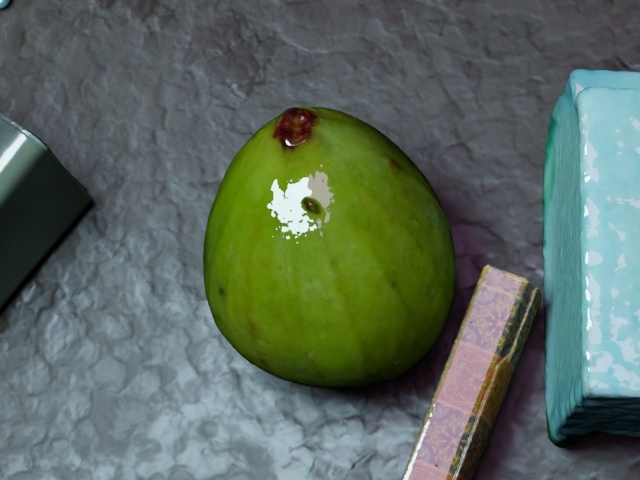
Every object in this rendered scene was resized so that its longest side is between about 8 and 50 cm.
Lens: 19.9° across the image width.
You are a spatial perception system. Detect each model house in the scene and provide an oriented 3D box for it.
[{"bbox_3d":[0.305,0.016,1.382,0.249,0.230,0.280,2,75,-1],"label":"model house"}]

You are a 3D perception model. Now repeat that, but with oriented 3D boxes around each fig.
[{"bbox_3d":[0.000,0.000,1.423,0.203,0.225,0.203,-9,47,9],"label":"fig"}]

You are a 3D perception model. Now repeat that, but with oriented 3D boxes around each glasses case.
[{"bbox_3d":[0.114,0.134,1.436,0.049,0.075,0.218,20,76,11],"label":"glasses case"}]

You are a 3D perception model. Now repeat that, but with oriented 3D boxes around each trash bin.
[{"bbox_3d":[-0.320,0.007,1.501,0.122,0.164,0.240,34,83,18],"label":"trash bin"}]

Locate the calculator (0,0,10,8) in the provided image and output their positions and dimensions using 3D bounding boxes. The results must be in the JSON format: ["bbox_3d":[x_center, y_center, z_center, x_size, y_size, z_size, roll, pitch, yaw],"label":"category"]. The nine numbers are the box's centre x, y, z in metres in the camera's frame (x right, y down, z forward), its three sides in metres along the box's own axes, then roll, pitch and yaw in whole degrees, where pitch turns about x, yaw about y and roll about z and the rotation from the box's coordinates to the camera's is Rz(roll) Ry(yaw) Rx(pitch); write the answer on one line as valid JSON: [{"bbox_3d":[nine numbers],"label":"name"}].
[{"bbox_3d":[-0.328,-0.221,1.648,0.094,0.019,0.141,26,78,19],"label":"calculator"}]
